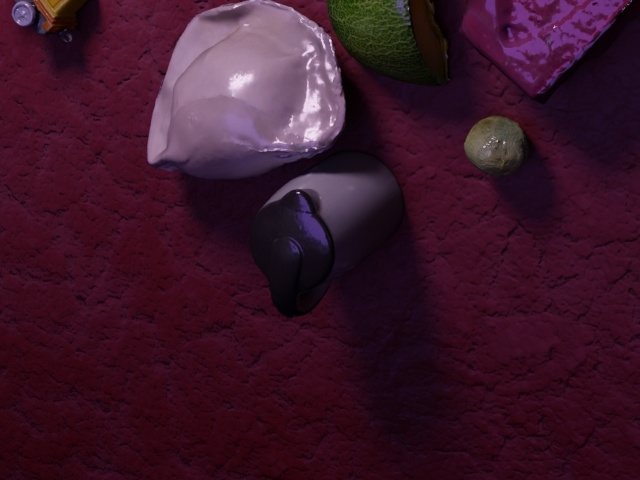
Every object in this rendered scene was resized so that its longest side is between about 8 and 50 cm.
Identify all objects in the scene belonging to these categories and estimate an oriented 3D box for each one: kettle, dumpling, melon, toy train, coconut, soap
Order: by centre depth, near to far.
[{"bbox_3d":[0.318,-0.355,1.320,0.220,0.127,0.325,43,121,4],"label":"soap"},{"bbox_3d":[0.073,-0.331,1.451,0.169,0.129,0.265,2,110,29],"label":"melon"},{"bbox_3d":[0.245,-0.132,1.464,0.088,0.096,0.088,-7,120,-12],"label":"coconut"},{"bbox_3d":[0.000,0.000,1.545,0.161,0.236,0.221,21,117,18],"label":"kettle"},{"bbox_3d":[-0.127,-0.222,1.577,0.341,0.181,0.260,-5,85,58],"label":"dumpling"},{"bbox_3d":[-0.455,-0.424,1.705,0.127,0.089,0.219,-36,90,22],"label":"toy train"}]
